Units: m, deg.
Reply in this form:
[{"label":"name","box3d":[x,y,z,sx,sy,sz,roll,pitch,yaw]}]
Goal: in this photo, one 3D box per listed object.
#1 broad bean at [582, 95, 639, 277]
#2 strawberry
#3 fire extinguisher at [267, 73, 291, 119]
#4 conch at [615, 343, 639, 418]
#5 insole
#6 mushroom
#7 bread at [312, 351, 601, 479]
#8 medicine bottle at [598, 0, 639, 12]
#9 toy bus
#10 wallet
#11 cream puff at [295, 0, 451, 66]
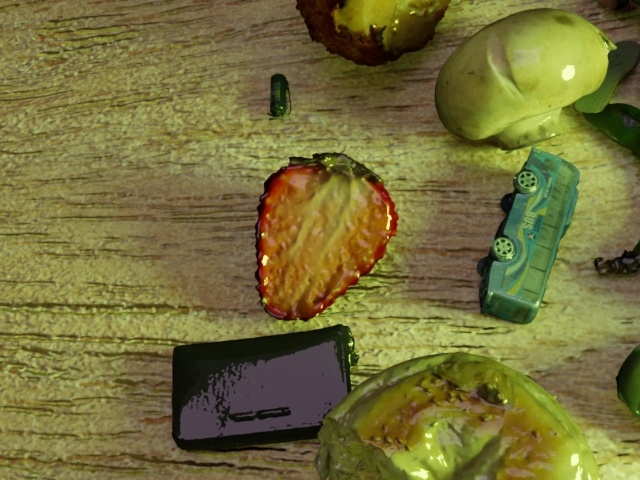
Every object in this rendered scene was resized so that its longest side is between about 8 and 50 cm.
[{"label":"broad bean","box3d":[0.433,-0.084,1.279,0.144,0.049,0.292,-3,60,12]},{"label":"strawberry","box3d":[0.000,0.000,1.287,0.190,0.111,0.236,25,90,12]},{"label":"fire extinguisher","box3d":[-0.062,-0.218,1.463,0.038,0.025,0.083,8,59,-12]},{"label":"conch","box3d":[0.458,0.167,1.085,0.176,0.122,0.188,-48,59,-1]},{"label":"insole","box3d":[0.417,-0.240,1.375,0.064,0.004,0.188,12,49,32]},{"label":"mushroom","box3d":[0.281,-0.223,1.301,0.255,0.255,0.184,-15,93,1]},{"label":"bread","box3d":[0.165,0.230,1.070,0.314,0.171,0.192,16,62,18]},{"label":"medicine bottle","box3d":[0.464,-0.413,1.426,0.094,0.119,0.188,-30,58,-12]},{"label":"toy bus","box3d":[0.274,-0.006,1.251,0.094,0.079,0.236,22,65,4]},{"label":"wallet","box3d":[-0.071,0.189,1.214,0.250,0.044,0.149,-6,62,6]},{"label":"cream puff","box3d":[0.079,-0.428,1.400,0.228,0.350,0.350,28,68,31]}]
